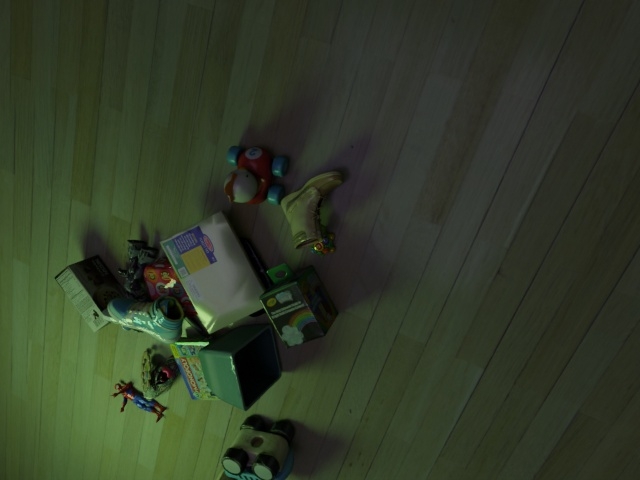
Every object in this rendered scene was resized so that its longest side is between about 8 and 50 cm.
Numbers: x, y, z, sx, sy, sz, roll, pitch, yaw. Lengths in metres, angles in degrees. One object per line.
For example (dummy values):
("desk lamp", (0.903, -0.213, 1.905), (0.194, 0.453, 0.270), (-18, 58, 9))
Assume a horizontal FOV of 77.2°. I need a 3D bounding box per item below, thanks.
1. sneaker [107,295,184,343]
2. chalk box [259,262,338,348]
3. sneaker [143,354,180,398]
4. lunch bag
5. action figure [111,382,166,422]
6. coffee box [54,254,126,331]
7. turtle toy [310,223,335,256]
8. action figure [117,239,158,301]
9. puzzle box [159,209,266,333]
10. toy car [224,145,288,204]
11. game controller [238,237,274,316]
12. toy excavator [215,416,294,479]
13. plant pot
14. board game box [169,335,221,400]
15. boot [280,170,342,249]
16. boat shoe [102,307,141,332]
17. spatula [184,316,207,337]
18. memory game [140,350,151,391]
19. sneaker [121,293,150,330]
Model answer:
("sneaker", (-0.688, 0.272, 1.612), (0.319, 0.127, 0.208), (25, 127, -7))
("chalk box", (-0.092, 0.218, 1.498), (0.180, 0.179, 0.289), (-24, 96, 23))
("sneaker", (-0.749, 0.643, 1.861), (0.121, 0.112, 0.299), (42, 114, 2))
("lunch bag", (-0.580, 0.206, 1.686), (0.293, 0.120, 0.258), (-1, 109, 19))
("action figure", (-0.912, 0.796, 1.948), (0.280, 0.139, 0.091), (31, 111, 10))
("coffee box", (-1.005, 0.233, 1.795), (0.119, 0.168, 0.297), (-33, 93, 23))
("turtle toy", (0.000, 0.000, 1.464), (0.095, 0.066, 0.130), (2, 106, 17))
("action figure", (-0.807, 0.144, 1.737), (0.185, 0.099, 0.285), (29, 104, 28))
("puzzle box", (-0.399, 0.121, 1.545), (0.272, 0.052, 0.409), (-26, 96, 4))
("toy car", (-0.259, -0.215, 1.392), (0.219, 0.238, 0.210), (15, 109, 13))
("game controller", (-0.288, 0.147, 1.598), (0.166, 0.067, 0.319), (-26, 97, 22))
("toy excavator", (-0.316, 1.035, 1.800), (0.432, 0.222, 0.445), (1, 114, 19))
("plant pot", (-0.346, 0.495, 1.632), (0.252, 0.248, 0.247), (-2, 105, 31))
("board game box", (-0.526, 0.572, 1.785), (0.213, 0.046, 0.317), (-7, 110, 19))
("boot", (-0.013, -0.102, 1.380), (0.262, 0.095, 0.203), (-28, 65, 26))
("boat shoe", (-0.783, 0.352, 1.742), (0.301, 0.108, 0.102), (7, 111, -22))
("spatula", (-0.513, 0.429, 1.769), (0.084, 0.030, 0.296), (-38, 92, 25))
("memory game", (-0.811, 0.605, 1.859), (0.186, 0.012, 0.186), (-8, 80, 55))
("sneaker", (-0.834, 0.343, 1.819), (0.081, 0.080, 0.211), (39, 113, 5))
